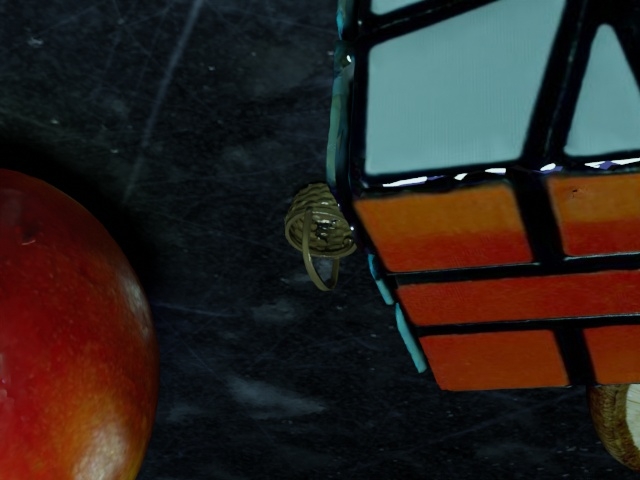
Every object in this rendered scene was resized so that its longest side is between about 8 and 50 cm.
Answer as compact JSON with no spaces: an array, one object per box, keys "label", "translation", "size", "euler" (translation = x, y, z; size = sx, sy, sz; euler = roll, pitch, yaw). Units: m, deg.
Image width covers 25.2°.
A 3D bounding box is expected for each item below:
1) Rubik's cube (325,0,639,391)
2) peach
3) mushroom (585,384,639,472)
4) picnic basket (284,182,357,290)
[{"label":"Rubik's cube","translation":[0.174,-0.091,0.850],"size":[0.293,0.289,0.283],"euler":[-5,151,12]},{"label":"peach","translation":[-0.302,0.117,1.196],"size":[0.369,0.370,0.370],"euler":[5,144,4]},{"label":"mushroom","translation":[0.332,0.107,1.257],"size":[0.194,0.138,0.231],"euler":[31,129,-8]},{"label":"picnic basket","translation":[0.000,0.000,1.201],"size":[0.072,0.083,0.072],"euler":[5,145,3]}]
